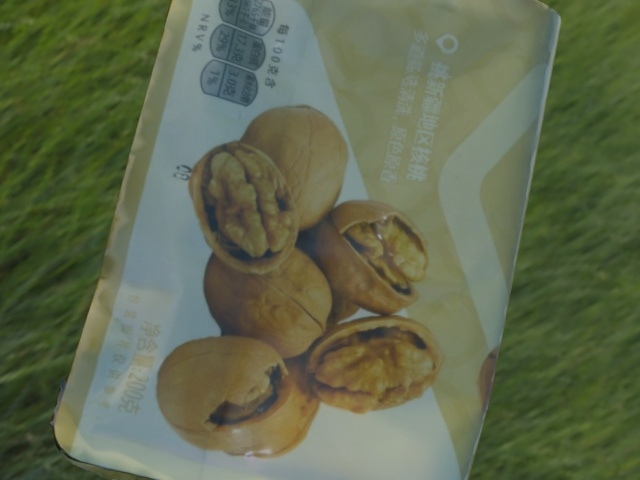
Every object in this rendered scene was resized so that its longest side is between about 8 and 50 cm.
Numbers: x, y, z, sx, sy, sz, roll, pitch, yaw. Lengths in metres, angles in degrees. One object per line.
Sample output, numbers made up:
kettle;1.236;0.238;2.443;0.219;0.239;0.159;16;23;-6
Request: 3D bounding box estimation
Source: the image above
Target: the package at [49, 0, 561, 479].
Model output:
package;-0.008;0.007;0.861;0.221;0.165;0.311;13;75;-4
